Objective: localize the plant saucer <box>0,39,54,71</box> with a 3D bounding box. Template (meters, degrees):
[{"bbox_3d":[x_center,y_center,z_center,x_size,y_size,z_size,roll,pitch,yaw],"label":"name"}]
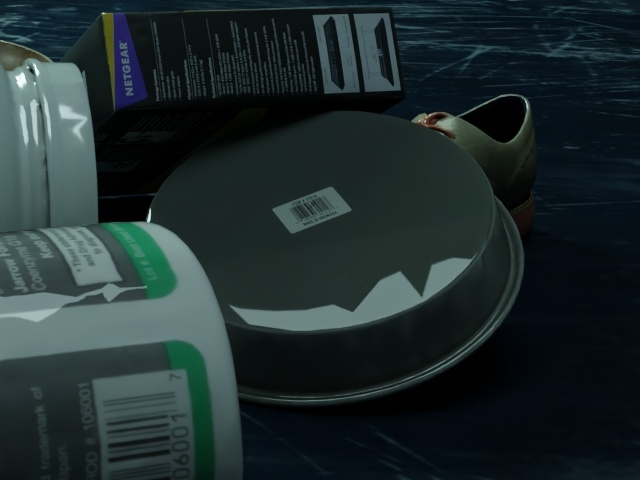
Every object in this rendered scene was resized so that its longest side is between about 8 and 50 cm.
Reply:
[{"bbox_3d":[-0.421,-0.154,1.835,0.310,0.050,0.310,4,19,-1],"label":"plant saucer"}]

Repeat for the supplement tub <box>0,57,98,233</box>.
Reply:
[{"bbox_3d":[-0.320,-0.017,1.184,0.325,0.235,0.235,-1,20,-16],"label":"supplement tub"}]

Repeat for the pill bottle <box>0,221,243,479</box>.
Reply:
[{"bbox_3d":[-0.238,0.103,0.911,0.361,0.204,0.204,-5,21,-25],"label":"pill bottle"}]

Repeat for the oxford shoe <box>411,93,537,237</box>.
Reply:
[{"bbox_3d":[0.065,-0.042,1.491,0.123,0.130,0.348,19,25,29],"label":"oxford shoe"}]

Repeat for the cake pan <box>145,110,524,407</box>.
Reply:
[{"bbox_3d":[0.000,0.000,1.320,0.293,0.054,0.293,-4,39,3],"label":"cake pan"}]

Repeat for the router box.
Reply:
[{"bbox_3d":[-0.104,-0.109,1.513,0.243,0.081,0.309,-5,-10,-25],"label":"router box"}]
